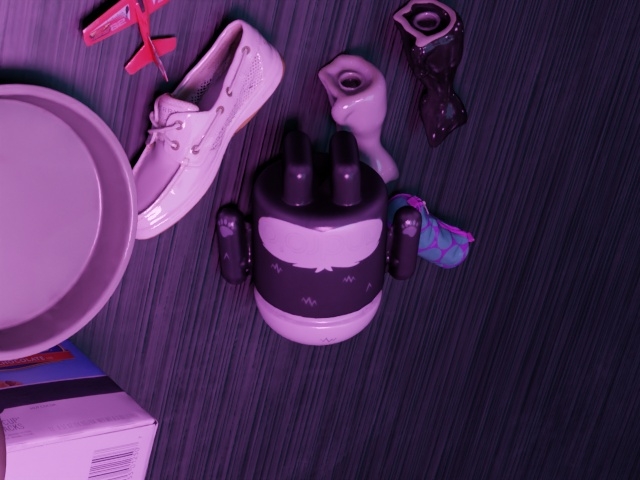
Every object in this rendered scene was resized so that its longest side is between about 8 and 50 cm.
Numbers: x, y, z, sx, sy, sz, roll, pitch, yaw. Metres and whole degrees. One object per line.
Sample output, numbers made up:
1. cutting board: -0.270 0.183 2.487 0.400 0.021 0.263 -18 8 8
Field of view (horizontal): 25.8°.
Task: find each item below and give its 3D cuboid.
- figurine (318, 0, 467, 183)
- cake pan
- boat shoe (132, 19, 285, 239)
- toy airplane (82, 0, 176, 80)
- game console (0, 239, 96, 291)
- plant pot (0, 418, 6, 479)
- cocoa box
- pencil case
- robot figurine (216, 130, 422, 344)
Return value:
1. figurine: 0.103 -0.171 1.813 0.215 0.092 0.209 -39 141 -17
2. cake pan: -0.332 -0.021 1.462 0.293 0.054 0.293 -11 109 -34
3. boat shoe: -0.154 -0.132 1.582 0.277 0.098 0.096 -57 140 -12
4. toy airplane: -0.191 -0.239 1.520 0.151 0.028 0.151 -24 131 -30
5. game console: -0.312 0.011 1.582 0.144 0.085 0.124 -25 100 -31
6. plant pot: -0.479 0.164 1.238 0.323 0.323 0.280 -41 148 -16
7. cocoa box: -0.367 0.303 1.558 0.231 0.228 0.347 -5 119 -42
8. pencil case: 0.151 -0.012 1.975 0.070 0.064 0.151 -38 144 18
9. robot figurine: -0.002 -0.001 1.754 0.173 0.209 0.278 -38 141 -41
